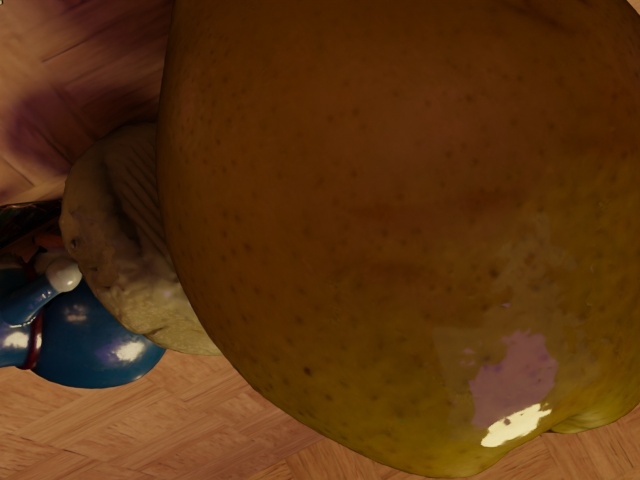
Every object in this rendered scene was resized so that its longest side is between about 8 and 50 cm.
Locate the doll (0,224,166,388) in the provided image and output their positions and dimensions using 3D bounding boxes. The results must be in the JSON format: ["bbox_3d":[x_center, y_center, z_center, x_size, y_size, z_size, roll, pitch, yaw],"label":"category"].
[{"bbox_3d":[-0.266,0.063,0.962,0.256,0.161,0.215,2,165,-34],"label":"doll"}]

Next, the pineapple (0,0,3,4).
[{"bbox_3d":[-0.245,-0.151,0.600,0.124,0.058,0.058,-16,158,-45],"label":"pineapple"}]

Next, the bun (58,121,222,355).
[{"bbox_3d":[-0.129,0.002,0.879,0.220,0.220,0.134,-3,146,-48],"label":"bun"}]

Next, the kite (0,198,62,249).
[{"bbox_3d":[-0.330,-0.003,0.907,0.241,0.014,0.183,-6,151,-42],"label":"kite"}]

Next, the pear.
[{"bbox_3d":[0.068,-0.047,0.713,0.362,0.418,0.362,-26,166,-7],"label":"pear"}]
